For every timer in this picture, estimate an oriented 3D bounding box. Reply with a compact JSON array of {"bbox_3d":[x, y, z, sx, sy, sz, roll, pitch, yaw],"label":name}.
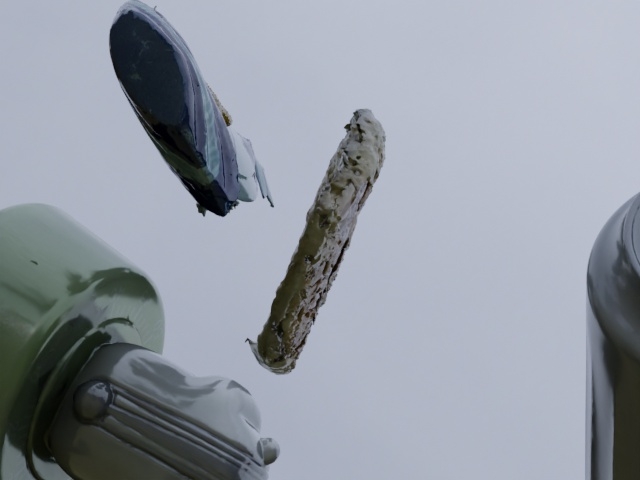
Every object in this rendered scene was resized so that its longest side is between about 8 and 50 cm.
[{"bbox_3d":[-0.185,0.155,1.406,0.315,0.291,0.291,24,-36,21],"label":"timer"}]

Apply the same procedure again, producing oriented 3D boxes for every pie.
[{"bbox_3d":[0.000,0.000,1.508,0.055,0.274,0.274,23,-36,2],"label":"pie"}]

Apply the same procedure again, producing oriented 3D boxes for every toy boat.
[{"bbox_3d":[-0.104,-0.094,1.432,0.221,0.067,0.291,64,5,21],"label":"toy boat"}]

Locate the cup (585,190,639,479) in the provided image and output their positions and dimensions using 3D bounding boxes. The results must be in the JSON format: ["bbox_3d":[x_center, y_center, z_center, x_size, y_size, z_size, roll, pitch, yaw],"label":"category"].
[{"bbox_3d":[0.298,0.093,1.129,0.236,0.323,0.327,-9,-50,-2],"label":"cup"}]
